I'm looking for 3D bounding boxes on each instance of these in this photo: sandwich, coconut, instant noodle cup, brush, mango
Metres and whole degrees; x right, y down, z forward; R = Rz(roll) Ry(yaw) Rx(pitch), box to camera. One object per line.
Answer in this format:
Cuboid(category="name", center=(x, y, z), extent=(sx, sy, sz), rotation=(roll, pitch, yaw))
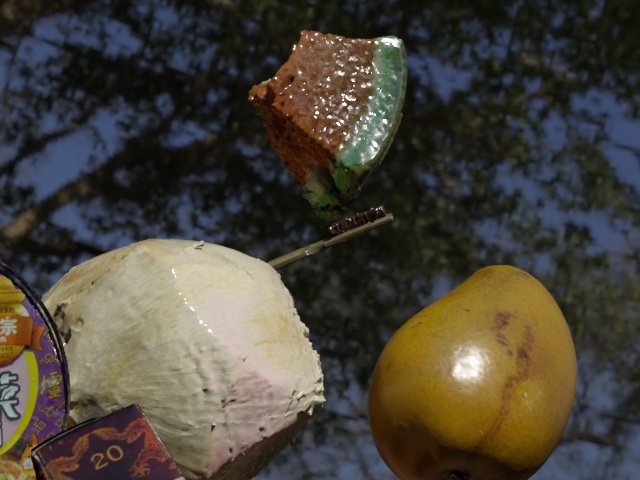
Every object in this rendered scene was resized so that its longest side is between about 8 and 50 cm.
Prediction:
Cuboid(category="sandwich", center=(0.025, -0.192, 2.052), extent=(0.212, 0.292, 0.109), rotation=(40, -28, -1))
Cuboid(category="coconut", center=(-0.228, 0.185, 1.972), extent=(0.404, 0.405, 0.404), rotation=(14, -21, 6))
Cuboid(category="instant noodle cup", center=(-0.474, 0.167, 1.542), extent=(0.340, 0.340, 0.266), rotation=(33, -22, -36))
Cuboid(category="brush", center=(0.000, 0.000, 2.383), extent=(0.248, 0.036, 0.043), rotation=(-23, 1, 3))
Cuboid(category="mango", center=(0.215, 0.185, 1.963), extent=(0.264, 0.378, 0.221), rotation=(40, -42, -3))

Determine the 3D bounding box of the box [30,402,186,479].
Cuboid(category="box", center=(-0.115, 0.375, 1.283), extent=(0.415, 0.115, 0.264), rotation=(51, -24, 40))
